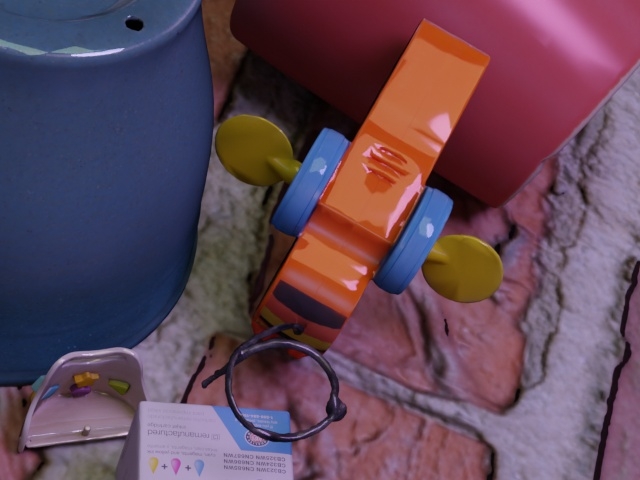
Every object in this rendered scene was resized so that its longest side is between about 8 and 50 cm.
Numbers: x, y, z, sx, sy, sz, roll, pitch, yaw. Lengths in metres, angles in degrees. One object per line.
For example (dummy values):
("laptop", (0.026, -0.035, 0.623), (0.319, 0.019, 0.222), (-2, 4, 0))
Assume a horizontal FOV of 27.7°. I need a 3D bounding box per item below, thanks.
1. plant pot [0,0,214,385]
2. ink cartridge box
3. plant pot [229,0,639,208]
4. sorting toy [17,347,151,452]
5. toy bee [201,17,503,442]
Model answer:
("plant pot", (-0.184, -0.091, 0.790), (0.271, 0.255, 0.272), (10, 52, -13))
("ink cartridge box", (-0.066, 0.177, 0.735), (0.092, 0.090, 0.143), (6, 52, -16))
("plant pot", (0.110, -0.175, 0.972), (0.243, 0.275, 0.275), (42, 52, 3))
("sorting toy", (-0.140, 0.089, 0.785), (0.083, 0.075, 0.045), (-4, 56, -23))
("toy bee", (0.000, 0.000, 0.830), (0.298, 0.162, 0.195), (-37, 82, -28))
